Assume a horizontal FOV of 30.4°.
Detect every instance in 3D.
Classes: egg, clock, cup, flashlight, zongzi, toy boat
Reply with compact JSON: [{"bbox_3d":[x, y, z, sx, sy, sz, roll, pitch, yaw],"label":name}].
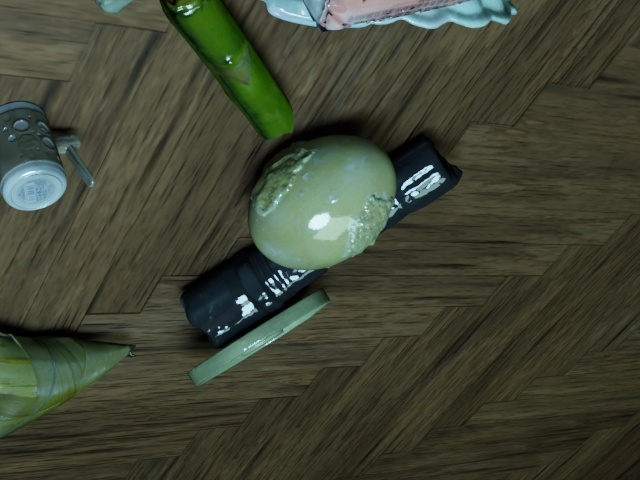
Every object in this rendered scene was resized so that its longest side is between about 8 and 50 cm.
[{"bbox_3d":[0.001,-0.050,1.475,0.201,0.164,0.164,-33,147,7],"label":"egg"},{"bbox_3d":[-0.088,0.141,1.704,0.235,0.029,0.235,-33,177,-2],"label":"clock"},{"bbox_3d":[-0.308,-0.083,1.266,0.074,0.099,0.102,-36,146,17],"label":"cup"},{"bbox_3d":[0.000,0.000,1.609,0.424,0.103,0.103,-34,147,10],"label":"flashlight"},{"bbox_3d":[-0.407,0.207,1.624,0.256,0.115,0.228,-4,149,-50],"label":"zongzi"},{"bbox_3d":[0.073,-0.274,1.208,0.290,0.199,0.100,-12,114,-34],"label":"toy boat"}]

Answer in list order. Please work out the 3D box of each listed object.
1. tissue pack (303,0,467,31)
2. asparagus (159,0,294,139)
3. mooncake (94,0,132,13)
[{"bbox_3d":[0.111,-0.323,1.080,0.332,0.245,0.123,-13,147,-17],"label":"tissue pack"},{"bbox_3d":[-0.096,-0.198,1.284,0.060,0.067,0.277,-53,152,-8],"label":"asparagus"},{"bbox_3d":[-0.198,-0.283,1.081,0.130,0.073,0.125,-38,149,22],"label":"mooncake"}]
